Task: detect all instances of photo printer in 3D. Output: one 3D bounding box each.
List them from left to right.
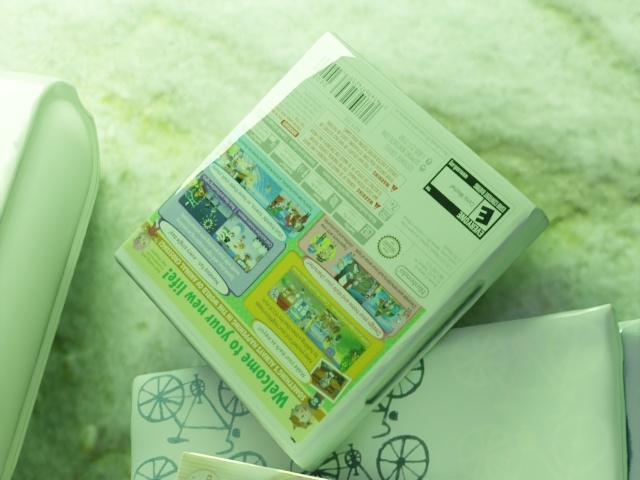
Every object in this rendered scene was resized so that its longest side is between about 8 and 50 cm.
[{"bbox_3d":[-0.275,0.021,1.217,0.256,0.107,0.307,-7,45,21],"label":"photo printer"}]

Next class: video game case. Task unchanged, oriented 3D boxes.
[{"bbox_3d":[0.000,0.000,1.144,0.193,0.023,0.212,-46,50,1],"label":"video game case"}]

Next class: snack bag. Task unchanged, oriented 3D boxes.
[{"bbox_3d":[0.027,0.218,1.068,0.323,0.037,0.342,-9,69,27],"label":"snack bag"}]

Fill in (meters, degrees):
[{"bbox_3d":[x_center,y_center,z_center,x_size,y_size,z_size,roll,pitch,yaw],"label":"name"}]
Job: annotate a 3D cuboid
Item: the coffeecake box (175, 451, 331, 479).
[{"bbox_3d":[0.003,0.198,1.026,0.185,0.068,0.142,7,79,31],"label":"coffeecake box"}]
